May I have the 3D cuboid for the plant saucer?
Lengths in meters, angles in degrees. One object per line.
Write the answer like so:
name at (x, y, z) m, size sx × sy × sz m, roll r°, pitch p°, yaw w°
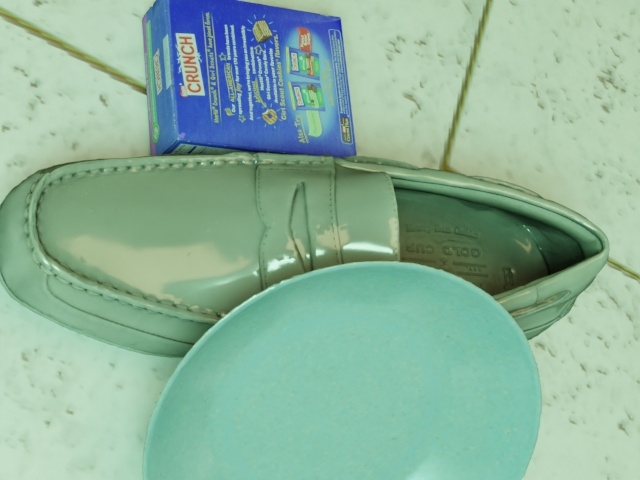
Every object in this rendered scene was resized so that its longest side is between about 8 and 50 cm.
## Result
plant saucer at (0.009, 0.088, 0.651) m, size 0.195 × 0.195 × 0.037 m, roll 15°, pitch 22°, yaw -24°

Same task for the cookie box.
cookie box at (-0.039, -0.083, 0.744) m, size 0.107 × 0.040 × 0.091 m, roll 5°, pitch 67°, yaw -28°

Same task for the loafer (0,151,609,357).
loafer at (0.000, 0.000, 0.688) m, size 0.320 × 0.111 × 0.112 m, roll 2°, pitch 69°, yaw -29°
